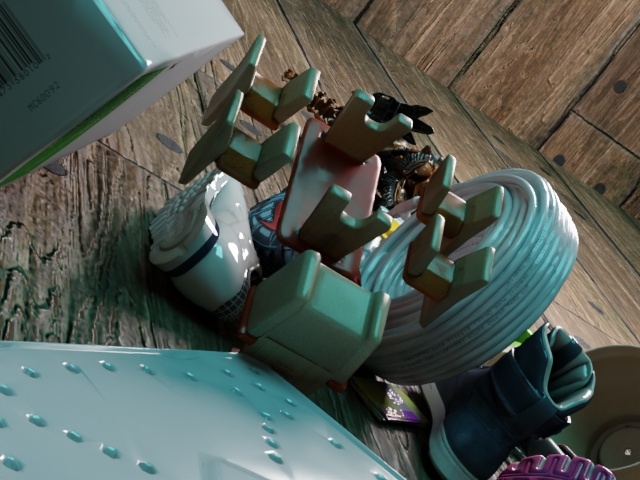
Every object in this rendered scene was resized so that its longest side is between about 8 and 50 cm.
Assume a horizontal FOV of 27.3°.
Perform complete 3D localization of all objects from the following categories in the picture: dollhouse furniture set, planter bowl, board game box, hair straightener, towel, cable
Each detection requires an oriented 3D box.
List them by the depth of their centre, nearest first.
[{"bbox_3d":[-0.028,0.190,0.781,0.390,0.050,0.390,37,14,29],"label":"board game box"},{"bbox_3d":[0.000,0.000,1.111,0.262,0.135,0.259,30,46,-17],"label":"dollhouse furniture set"},{"bbox_3d":[0.065,0.154,1.252,0.083,0.009,0.060,17,25,-53],"label":"towel"},{"bbox_3d":[0.129,0.036,1.290,0.089,0.257,0.257,50,43,-19],"label":"cable"},{"bbox_3d":[0.214,0.201,1.373,0.089,0.047,0.230,25,20,-38],"label":"hair straightener"},{"bbox_3d":[0.329,0.210,1.445,0.162,0.162,0.109,56,-3,47],"label":"planter bowl"}]

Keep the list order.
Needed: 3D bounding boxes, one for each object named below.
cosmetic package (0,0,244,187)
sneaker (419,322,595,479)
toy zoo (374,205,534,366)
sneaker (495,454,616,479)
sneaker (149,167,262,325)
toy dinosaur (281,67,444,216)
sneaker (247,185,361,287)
[{"bbox_3d":[-0.219,-0.179,1.179,0.155,0.197,0.365,54,16,-4],"label":"cosmetic package"},{"bbox_3d":[0.179,0.134,1.261,0.086,0.163,0.226,43,15,-14],"label":"sneaker"},{"bbox_3d":[0.162,0.058,1.694,0.293,0.030,0.192,46,18,28],"label":"toy zoo"},{"bbox_3d":[0.262,0.287,1.172,0.252,0.111,0.103,28,53,26],"label":"sneaker"},{"bbox_3d":[-0.099,0.001,1.222,0.095,0.090,0.235,46,17,-16],"label":"sneaker"},{"bbox_3d":[0.070,-0.119,1.867,0.322,0.164,0.218,21,0,6],"label":"toy dinosaur"},{"bbox_3d":[-0.027,0.016,1.287,0.262,0.125,0.104,-90,166,-73],"label":"sneaker"}]
